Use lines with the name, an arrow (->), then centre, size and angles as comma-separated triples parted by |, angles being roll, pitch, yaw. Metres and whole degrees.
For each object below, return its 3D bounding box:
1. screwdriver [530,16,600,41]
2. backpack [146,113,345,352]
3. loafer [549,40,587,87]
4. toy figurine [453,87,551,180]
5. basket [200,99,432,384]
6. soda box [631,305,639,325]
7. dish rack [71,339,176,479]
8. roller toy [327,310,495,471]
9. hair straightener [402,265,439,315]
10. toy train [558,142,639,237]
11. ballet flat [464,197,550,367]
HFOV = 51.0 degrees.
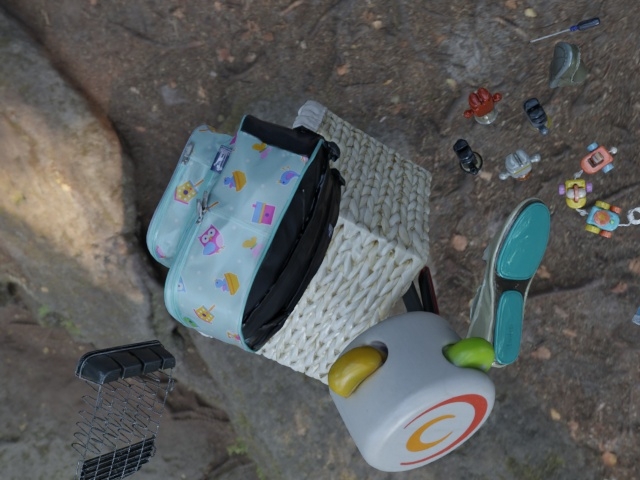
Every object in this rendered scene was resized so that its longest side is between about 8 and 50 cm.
screwdriver -> 0.611, -0.522, 1.681 | 0.170, 0.025, 0.024 | -13, 126, 27
backpack -> -0.069, -0.001, 0.602 | 0.145, 0.166, 0.188 | 14, 76, 8
loafer -> 0.654, -0.460, 1.756 | 0.088, 0.251, 0.094 | 1, 93, 13
toy figurine -> 0.444, -0.252, 1.645 | 0.210, 0.148, 0.212 | 14, 86, 24
basket -> 0.000, 0.000, 1.124 | 0.267, 0.328, 0.331 | 25, 122, -5
soda box -> 0.671, 0.092, 1.271 | 0.063, 0.058, 0.183 | 41, 113, 51
dish rack -> -0.387, 0.340, 1.300 | 0.074, 0.208, 0.271 | 21, 101, 31
roller toy -> 0.113, 0.194, 0.884 | 0.191, 0.210, 0.146 | 88, 157, -45
hair straightener -> 0.148, 0.147, 1.056 | 0.047, 0.089, 0.230 | 124, 145, -58
toy train -> 0.505, -0.089, 1.209 | 0.125, 0.046, 0.166 | -31, 80, 16
ballet flat -> 0.260, 0.057, 0.968 | 0.086, 0.086, 0.248 | 15, 93, 24
